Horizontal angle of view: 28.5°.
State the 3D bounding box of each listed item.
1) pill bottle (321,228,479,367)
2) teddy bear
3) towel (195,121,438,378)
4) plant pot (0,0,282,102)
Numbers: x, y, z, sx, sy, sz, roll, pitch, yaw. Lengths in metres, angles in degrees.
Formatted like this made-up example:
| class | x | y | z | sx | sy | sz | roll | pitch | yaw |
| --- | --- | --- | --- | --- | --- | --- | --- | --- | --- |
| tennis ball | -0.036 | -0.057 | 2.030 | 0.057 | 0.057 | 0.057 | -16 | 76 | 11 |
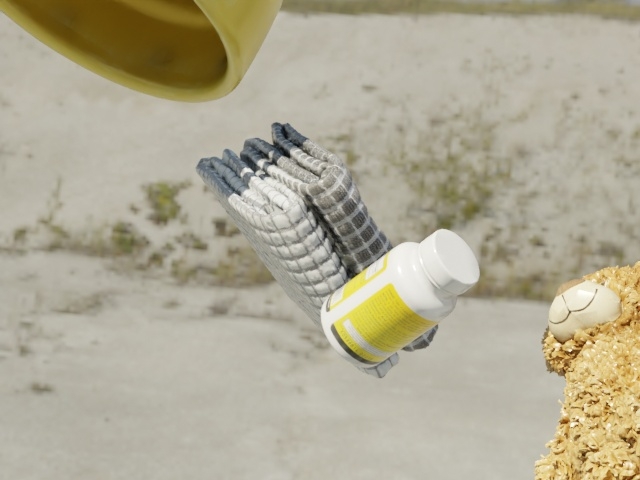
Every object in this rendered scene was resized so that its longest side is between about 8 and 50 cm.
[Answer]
| class | x | y | z | sx | sy | sz | roll | pitch | yaw |
| --- | --- | --- | --- | --- | --- | --- | --- | --- | --- |
| pill bottle | 0.060 | 0.041 | 0.933 | 0.065 | 0.065 | 0.116 | 10 | -38 | -44 |
| teddy bear | 0.268 | 0.141 | 1.097 | 0.113 | 0.338 | 0.245 | 16 | -37 | -15 |
| towel | 0.000 | 0.000 | 1.401 | 0.235 | 0.121 | 0.284 | 56 | -7 | -25 |
| plant pot | -0.122 | -0.273 | 0.956 | 0.254 | 0.239 | 0.254 | 23 | -19 | 9 |
